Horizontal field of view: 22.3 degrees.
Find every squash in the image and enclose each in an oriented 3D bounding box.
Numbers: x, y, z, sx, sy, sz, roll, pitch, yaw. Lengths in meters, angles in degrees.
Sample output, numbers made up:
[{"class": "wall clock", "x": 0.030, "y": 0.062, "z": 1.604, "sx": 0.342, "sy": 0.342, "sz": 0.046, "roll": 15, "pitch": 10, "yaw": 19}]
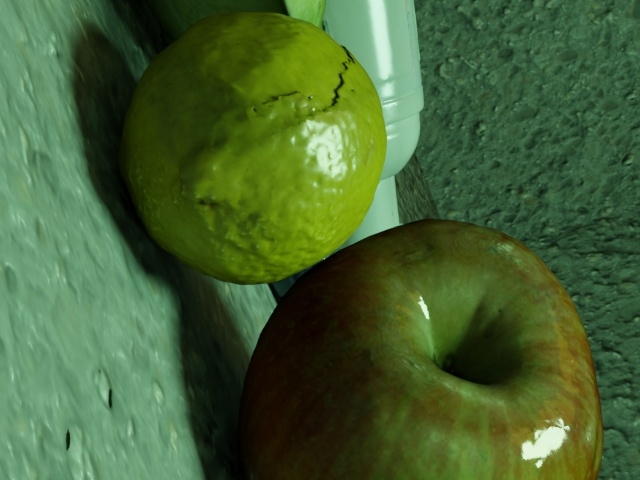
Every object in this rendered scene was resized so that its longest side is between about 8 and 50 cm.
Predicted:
[{"class": "squash", "x": -0.082, "y": -0.175, "z": 1.389, "sx": 0.237, "sy": 0.155, "sz": 0.204, "roll": 32, "pitch": 16, "yaw": 37}]

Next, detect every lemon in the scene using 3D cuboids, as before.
[{"class": "lemon", "x": -0.050, "y": -0.071, "z": 1.229, "sx": 0.260, "sy": 0.204, "sz": 0.204, "roll": -54, "pitch": 127, "yaw": -68}]

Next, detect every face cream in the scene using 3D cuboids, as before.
[{"class": "face cream", "x": 0.025, "y": -0.145, "z": 1.511, "sx": 0.145, "sy": 0.145, "sz": 0.370, "roll": -76, "pitch": 159, "yaw": -73}]

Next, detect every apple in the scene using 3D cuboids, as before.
[{"class": "apple", "x": 0.071, "y": 0.149, "z": 1.281, "sx": 0.301, "sy": 0.301, "sz": 0.302, "roll": -18, "pitch": 90, "yaw": -81}]

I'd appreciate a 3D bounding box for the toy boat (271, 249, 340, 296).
[{"class": "toy boat", "x": 0.000, "y": 0.000, "z": 1.641, "sx": 0.283, "sy": 0.078, "sz": 0.127, "roll": 65, "pitch": 31, "yaw": -27}]
